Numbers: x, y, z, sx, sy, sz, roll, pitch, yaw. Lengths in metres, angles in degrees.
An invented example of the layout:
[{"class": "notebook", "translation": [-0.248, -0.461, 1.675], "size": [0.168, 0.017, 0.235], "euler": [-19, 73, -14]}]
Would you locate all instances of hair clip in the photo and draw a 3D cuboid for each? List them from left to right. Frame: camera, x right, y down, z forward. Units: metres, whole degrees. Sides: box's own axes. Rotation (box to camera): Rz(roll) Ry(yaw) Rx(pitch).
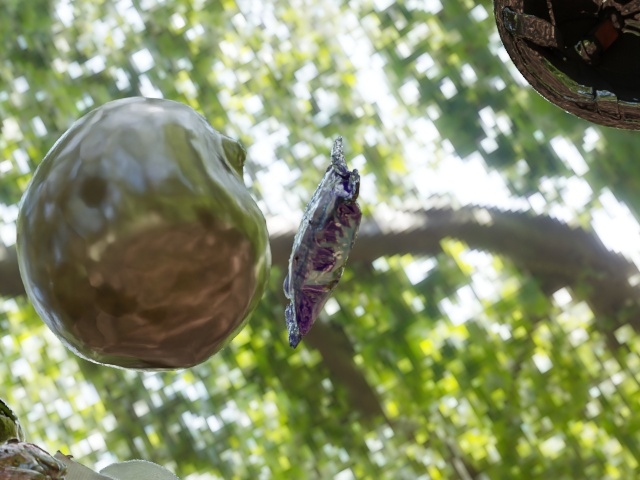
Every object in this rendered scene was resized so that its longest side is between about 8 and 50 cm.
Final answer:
[{"class": "hair clip", "translation": [-0.245, 0.336, 2.144], "size": [0.220, 0.140, 0.054], "euler": [22, -36, -4]}]

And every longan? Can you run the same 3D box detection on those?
[{"class": "longan", "translation": [-0.190, -0.005, 1.816], "size": [0.297, 0.297, 0.297], "euler": [-25, -23, -11]}]

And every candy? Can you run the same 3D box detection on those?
[{"class": "candy", "translation": [0.000, 0.000, 2.212], "size": [0.070, 0.145, 0.275], "euler": [13, -60, -12]}]

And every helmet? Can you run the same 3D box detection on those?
[{"class": "helmet", "translation": [0.292, -0.219, 1.531], "size": [0.160, 0.279, 0.230], "euler": [-63, -2, -76]}]

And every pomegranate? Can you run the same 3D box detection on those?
[{"class": "pomegranate", "translation": [-0.312, 0.206, 1.522], "size": [0.125, 0.138, 0.163], "euler": [-15, 18, -33]}]
